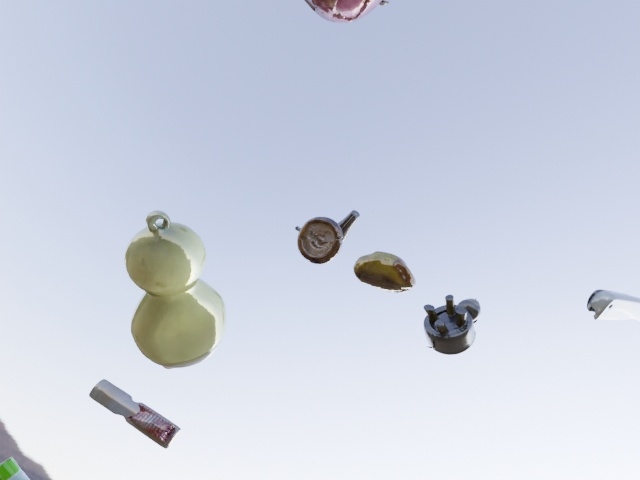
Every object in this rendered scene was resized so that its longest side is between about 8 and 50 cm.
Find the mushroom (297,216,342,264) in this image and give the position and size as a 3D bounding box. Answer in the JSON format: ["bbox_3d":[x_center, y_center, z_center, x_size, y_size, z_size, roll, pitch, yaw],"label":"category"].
[{"bbox_3d":[0.000,0.000,1.058,0.123,0.123,0.052,16,-4,13],"label":"mushroom"}]

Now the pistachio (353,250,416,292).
[{"bbox_3d":[0.188,0.097,1.236,0.189,0.100,0.110,13,-37,0],"label":"pistachio"}]

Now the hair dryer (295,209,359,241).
[{"bbox_3d":[0.012,-0.040,1.462,0.219,0.075,0.195,4,-39,-34],"label":"hair dryer"}]

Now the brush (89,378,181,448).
[{"bbox_3d":[-0.511,0.453,1.120,0.321,0.060,0.050,16,-39,27],"label":"brush"}]

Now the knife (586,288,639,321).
[{"bbox_3d":[0.704,0.158,0.973,0.266,0.040,0.073,9,-70,-31],"label":"knife"}]

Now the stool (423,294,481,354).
[{"bbox_3d":[0.418,0.254,1.348,0.153,0.228,0.139,4,-51,35],"label":"stool"}]

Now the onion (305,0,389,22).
[{"bbox_3d":[0.038,-0.575,0.888,0.201,0.200,0.207,-5,-63,29],"label":"onion"}]

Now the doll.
[{"bbox_3d":[-0.214,0.080,0.617,0.141,0.117,0.296,-12,-56,-21],"label":"doll"}]

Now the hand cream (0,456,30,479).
[{"bbox_3d":[-0.693,0.650,0.994,0.079,0.050,0.275,-28,-88,24],"label":"hand cream"}]
